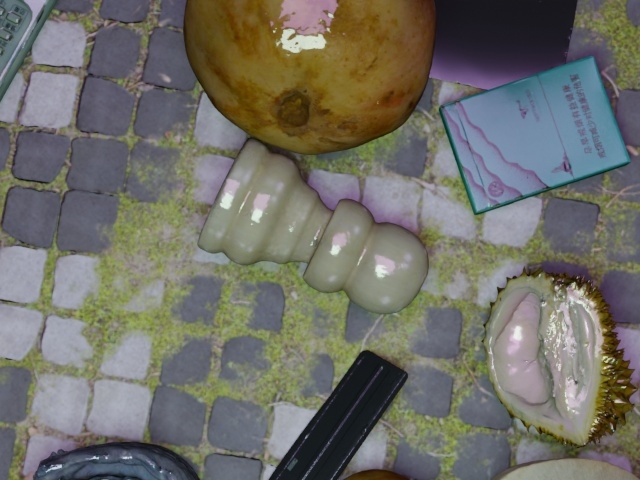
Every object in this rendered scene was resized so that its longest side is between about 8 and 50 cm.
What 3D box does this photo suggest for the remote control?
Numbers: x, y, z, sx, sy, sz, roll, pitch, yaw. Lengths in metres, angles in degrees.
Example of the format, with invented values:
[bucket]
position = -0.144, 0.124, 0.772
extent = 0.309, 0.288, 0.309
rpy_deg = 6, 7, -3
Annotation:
[remote control]
position = -0.494, -0.268, 1.984
extent = 0.145, 0.050, 0.344
rpy_deg = 26, 84, 5

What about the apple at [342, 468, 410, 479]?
[apple]
position = 0.075, 0.416, 1.798
extent = 0.173, 0.210, 0.235
rpy_deg = 26, 79, -21

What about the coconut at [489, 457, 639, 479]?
[coconut]
position = 0.308, 0.413, 1.730
extent = 0.329, 0.329, 0.329
rpy_deg = 0, 82, 1

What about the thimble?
[thimble]
position = -0.265, 0.356, 1.830
extent = 0.236, 0.172, 0.205
rpy_deg = 23, 80, 6

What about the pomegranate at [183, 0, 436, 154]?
[pomegranate]
position = -0.008, -0.284, 1.857
extent = 0.338, 0.338, 0.338
rpy_deg = 0, 82, 1

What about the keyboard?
[keyboard]
position = -0.023, 0.313, 1.869
extent = 0.381, 0.041, 0.103
rpy_deg = -49, 41, -12

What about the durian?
[durian]
position = 0.322, 0.152, 1.868
extent = 0.138, 0.183, 0.249
rpy_deg = -8, 76, -36

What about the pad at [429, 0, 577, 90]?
[pad]
position = 0.232, -0.295, 1.993
extent = 0.243, 0.004, 0.163
rpy_deg = 12, 83, 3

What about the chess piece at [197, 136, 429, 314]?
[chess piece]
position = 0.000, 0.000, 1.888
extent = 0.300, 0.167, 0.167
rpy_deg = 27, 83, 0

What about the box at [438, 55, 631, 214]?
[box]
position = 0.295, -0.146, 1.949
extent = 0.226, 0.042, 0.161
rpy_deg = -19, 84, -1
